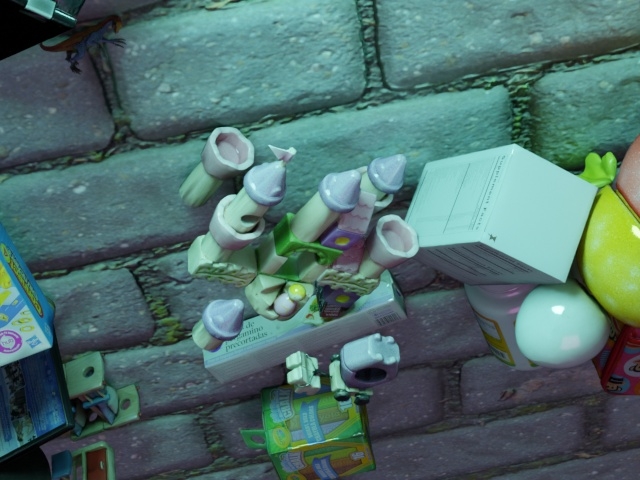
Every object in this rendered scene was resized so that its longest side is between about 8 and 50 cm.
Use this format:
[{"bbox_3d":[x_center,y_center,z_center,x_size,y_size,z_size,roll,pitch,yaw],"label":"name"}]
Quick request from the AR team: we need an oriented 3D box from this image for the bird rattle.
[{"bbox_3d":[0.350,0.000,1.843,0.143,0.207,0.253,0,136,17],"label":"bird rattle"}]

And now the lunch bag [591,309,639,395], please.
[{"bbox_3d":[0.603,0.138,2.140,0.293,0.120,0.258,-4,138,-11],"label":"lunch bag"}]

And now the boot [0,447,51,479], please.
[{"bbox_3d":[-0.539,0.400,2.093,0.096,0.264,0.280,-11,149,-42],"label":"boot"}]

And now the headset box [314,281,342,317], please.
[{"bbox_3d":[0.016,0.072,1.955,0.032,0.062,0.083,2,140,-14],"label":"headset box"}]

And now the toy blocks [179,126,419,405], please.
[{"bbox_3d":[0.000,0.000,1.656,0.288,0.309,0.260,14,143,-28],"label":"toy blocks"}]

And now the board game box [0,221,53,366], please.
[{"bbox_3d":[-0.550,0.058,1.694,0.308,0.086,0.302,-21,125,3],"label":"board game box"}]

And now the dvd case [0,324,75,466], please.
[{"bbox_3d":[-0.483,0.248,1.973,0.253,0.180,0.022,-29,154,23],"label":"dvd case"}]

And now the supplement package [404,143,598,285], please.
[{"bbox_3d":[0.223,-0.027,1.703,0.134,0.139,0.244,25,169,-19],"label":"supplement package"}]

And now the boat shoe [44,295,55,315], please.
[{"bbox_3d":[-0.535,0.130,1.869,0.307,0.104,0.111,1,141,-14],"label":"boat shoe"}]

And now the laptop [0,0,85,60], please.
[{"bbox_3d":[-0.411,-0.379,1.317,0.382,0.236,0.408,23,160,-35],"label":"laptop"}]

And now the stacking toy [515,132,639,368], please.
[{"bbox_3d":[0.450,0.003,1.653,0.480,0.350,0.350,-42,134,13],"label":"stacking toy"}]

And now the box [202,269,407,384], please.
[{"bbox_3d":[-0.026,0.135,2.026,0.324,0.063,0.067,-21,140,14],"label":"box"}]

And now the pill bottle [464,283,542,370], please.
[{"bbox_3d":[0.294,0.082,1.971,0.136,0.136,0.246,-18,142,10],"label":"pill bottle"}]

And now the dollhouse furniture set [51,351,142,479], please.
[{"bbox_3d":[-0.364,0.298,2.058,0.129,0.184,0.129,-20,142,12],"label":"dollhouse furniture set"}]

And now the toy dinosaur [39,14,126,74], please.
[{"bbox_3d":[-0.269,-0.234,1.519,0.090,0.047,0.082,24,114,-22],"label":"toy dinosaur"}]

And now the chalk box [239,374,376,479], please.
[{"bbox_3d":[-0.027,0.326,2.215,0.213,0.132,0.132,-14,142,5],"label":"chalk box"}]
